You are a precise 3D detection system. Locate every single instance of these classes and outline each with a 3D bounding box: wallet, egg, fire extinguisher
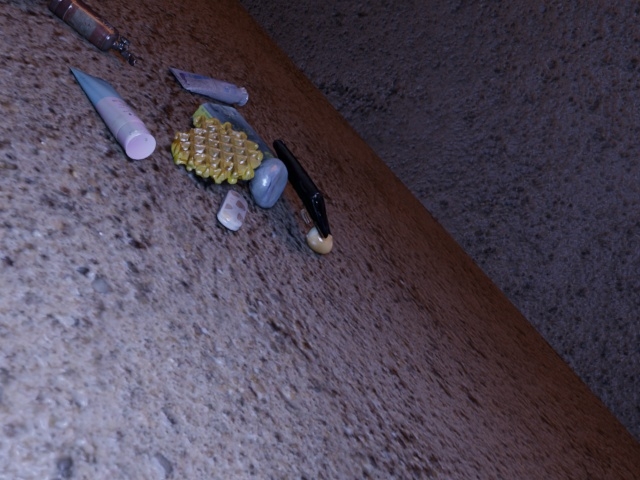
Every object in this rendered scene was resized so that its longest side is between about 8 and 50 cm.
[{"bbox_3d":[-0.047,-0.146,1.570,0.318,0.045,0.172,-122,-171,-48],"label":"wallet"},{"bbox_3d":[0.000,0.000,1.583,0.083,0.071,0.071,44,20,5],"label":"egg"},{"bbox_3d":[-0.606,-0.558,1.517,0.252,0.075,0.106,39,33,-19],"label":"fire extinguisher"}]

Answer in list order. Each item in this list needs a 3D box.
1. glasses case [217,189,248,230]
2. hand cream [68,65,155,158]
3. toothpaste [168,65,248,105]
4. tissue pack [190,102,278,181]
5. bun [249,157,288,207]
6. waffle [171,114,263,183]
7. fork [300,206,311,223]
[{"bbox_3d":[-0.212,-0.075,1.360,0.063,0.041,0.164,39,21,-17],"label":"glasses case"},{"bbox_3d":[-0.479,-0.301,1.290,0.111,0.070,0.312,13,29,-53],"label":"hand cream"},{"bbox_3d":[-0.372,-0.516,1.903,0.299,0.073,0.114,1,47,-52],"label":"toothpaste"},{"bbox_3d":[-0.241,-0.283,1.660,0.257,0.081,0.185,49,20,9],"label":"tissue pack"},{"bbox_3d":[-0.150,-0.160,1.536,0.083,0.140,0.141,25,17,11],"label":"bun"},{"bbox_3d":[-0.276,-0.236,1.448,0.249,0.056,0.253,45,40,22],"label":"waffle"},{"bbox_3d":[-0.047,-0.121,1.785,0.028,0.034,0.219,44,18,-27],"label":"fork"}]
